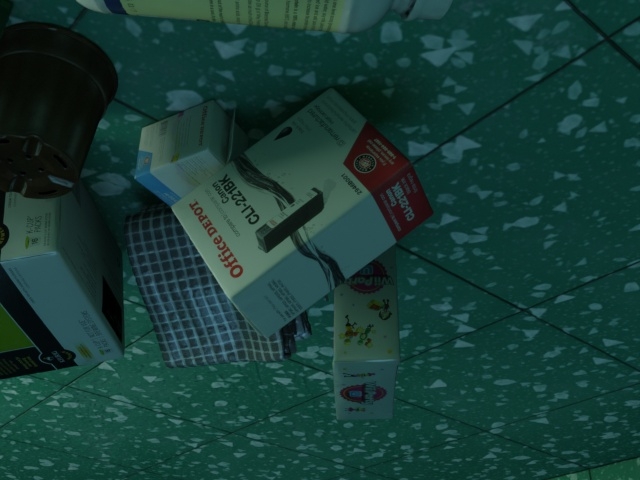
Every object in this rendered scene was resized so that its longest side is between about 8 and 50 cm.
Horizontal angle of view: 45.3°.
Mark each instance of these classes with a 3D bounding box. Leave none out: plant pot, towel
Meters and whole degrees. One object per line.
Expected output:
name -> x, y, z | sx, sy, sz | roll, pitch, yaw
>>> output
plant pot -> -0.349, -0.152, 0.954 | 0.167, 0.165, 0.167 | 0, 147, 0
towel -> -0.163, 0.070, 1.214 | 0.235, 0.121, 0.283 | -10, 106, 13

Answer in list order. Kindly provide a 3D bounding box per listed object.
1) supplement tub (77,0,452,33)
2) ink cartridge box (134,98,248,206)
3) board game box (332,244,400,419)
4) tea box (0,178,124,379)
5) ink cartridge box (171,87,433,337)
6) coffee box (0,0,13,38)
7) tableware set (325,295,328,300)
supplement tub -> -0.047, -0.302, 0.651 | 0.325, 0.235, 0.235 | 4, 147, -4
ink cartridge box -> -0.169, -0.120, 1.062 | 0.143, 0.092, 0.090 | -16, 144, 24
board game box -> 0.067, 0.095, 1.191 | 0.098, 0.303, 0.224 | -1, 146, 2
tea box -> -0.501, 0.046, 1.171 | 0.324, 0.219, 0.329 | -10, 146, -3
ink cartridge box -> -0.028, -0.038, 0.987 | 0.273, 0.197, 0.114 | -38, 140, -2
coffee box -> -0.416, -0.218, 0.836 | 0.113, 0.184, 0.040 | 26, 138, -33
tableware set -> 0.000, 0.000, 1.223 | 0.039, 0.128, 0.194 | -18, 148, -3
